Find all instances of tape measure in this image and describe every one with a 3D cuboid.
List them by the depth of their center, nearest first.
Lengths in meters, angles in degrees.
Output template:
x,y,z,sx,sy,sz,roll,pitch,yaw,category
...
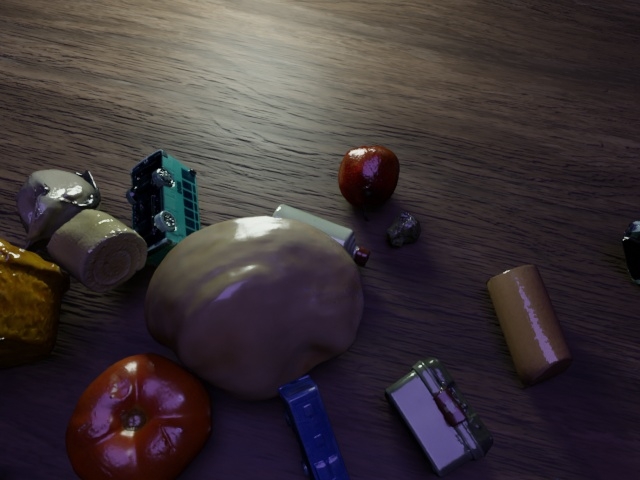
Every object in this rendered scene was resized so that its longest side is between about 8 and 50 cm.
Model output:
x,y,z,sx,sy,sz,roll,pitch,yaw,category
0.830,0.051,1.184,0.182,0.181,0.107,15,49,46,tape measure

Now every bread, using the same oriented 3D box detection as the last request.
x,y,z,sx,sy,sz,roll,pitch,yaw,category
-0.685,0.126,0.938,0.398,0.398,0.215,-7,68,-8,bread
-0.462,0.017,1.036,0.141,0.134,0.148,26,42,30,bread

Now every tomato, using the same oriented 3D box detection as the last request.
x,y,z,sx,sy,sz,roll,pitch,yaw,category
-0.331,0.348,0.936,0.259,0.180,0.260,2,64,-3,tomato

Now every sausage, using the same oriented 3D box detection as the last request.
x,y,z,sx,sy,sz,roll,pitch,yaw,category
0.468,0.189,1.115,0.123,0.123,0.253,-7,63,-8,sausage

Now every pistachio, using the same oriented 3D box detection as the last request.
x,y,z,sx,sy,sz,roll,pitch,yaw,category
-0.128,0.131,1.014,0.445,0.281,0.365,-5,86,-5,pistachio

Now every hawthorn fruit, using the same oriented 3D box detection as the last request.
x,y,z,sx,sy,sz,roll,pitch,yaw,category
0.121,-0.144,1.266,0.157,0.157,0.194,5,79,-1,hawthorn fruit

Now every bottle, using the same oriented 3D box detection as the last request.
x,y,z,sx,sy,sz,roll,pitch,yaw,category
0.000,0.000,1.195,0.245,0.104,0.104,21,62,8,bottle

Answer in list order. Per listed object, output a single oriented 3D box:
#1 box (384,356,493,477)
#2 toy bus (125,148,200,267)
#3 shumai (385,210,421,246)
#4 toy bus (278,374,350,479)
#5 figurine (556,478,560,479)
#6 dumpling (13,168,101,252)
x,y,z,sx,sy,sz,roll,pitch,yaw,category
0.229,0.352,0.998,0.129,0.148,0.210,-31,67,-7,box
-0.365,-0.069,1.178,0.128,0.147,0.256,-25,59,24,toy bus
0.198,-0.021,1.233,0.082,0.083,0.080,2,30,39,shumai
-0.010,0.380,0.940,0.079,0.094,0.236,-20,95,-8,toy bus
0.396,0.568,0.911,0.262,0.121,0.164,-28,38,6,figurine
-0.579,-0.055,1.120,0.163,0.293,0.204,2,106,-16,dumpling
